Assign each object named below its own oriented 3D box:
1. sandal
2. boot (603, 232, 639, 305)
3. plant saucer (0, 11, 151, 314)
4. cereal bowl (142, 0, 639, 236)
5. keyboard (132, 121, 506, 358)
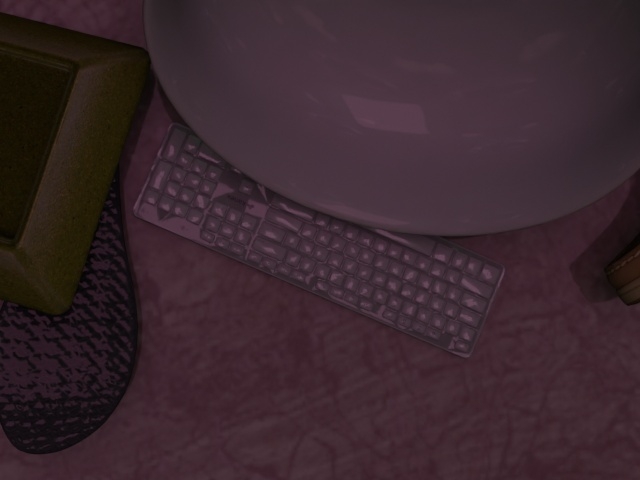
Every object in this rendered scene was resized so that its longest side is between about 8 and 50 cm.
[{"bbox_3d":[-0.171,0.020,1.223,0.097,0.054,0.254,5,79,-10],"label":"sandal"},{"bbox_3d":[0.238,-0.106,1.222,0.203,0.095,0.262,44,85,-2],"label":"boot"},{"bbox_3d":[-0.229,-0.066,1.184,0.188,0.045,0.188,15,82,14],"label":"plant saucer"},{"bbox_3d":[0.064,-0.159,1.127,0.339,0.339,0.141,15,53,-3],"label":"cereal bowl"},{"bbox_3d":[0.000,0.000,1.247,0.256,0.014,0.072,23,88,-3],"label":"keyboard"}]
